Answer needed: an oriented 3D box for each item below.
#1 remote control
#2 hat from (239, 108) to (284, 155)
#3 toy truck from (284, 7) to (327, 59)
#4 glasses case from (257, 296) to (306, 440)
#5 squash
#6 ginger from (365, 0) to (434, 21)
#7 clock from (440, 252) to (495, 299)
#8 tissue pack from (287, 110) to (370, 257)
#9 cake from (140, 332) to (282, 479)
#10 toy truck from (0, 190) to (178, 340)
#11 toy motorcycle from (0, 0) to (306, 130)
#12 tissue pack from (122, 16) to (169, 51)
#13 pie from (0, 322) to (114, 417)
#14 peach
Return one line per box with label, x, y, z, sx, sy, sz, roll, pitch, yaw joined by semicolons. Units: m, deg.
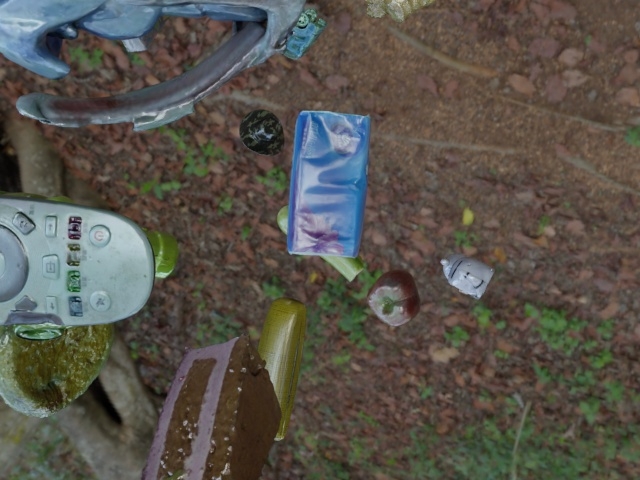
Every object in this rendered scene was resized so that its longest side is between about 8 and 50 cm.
remote control;-0.239;0.013;0.542;0.256;0.097;0.045;6;-171;10
hat;-0.116;-0.237;1.628;0.121;0.121;0.050;36;144;-16
toy truck;-0.081;-0.363;1.202;0.175;0.067;0.081;34;117;-1
glasses case;-0.072;0.210;1.245;0.064;0.234;0.079;12;178;-45
squash;0.000;0.000;1.838;0.250;0.083;0.083;38;149;4
ginger;0.119;-0.458;1.270;0.216;0.157;0.102;57;-170;29
clock;0.321;0.072;1.681;0.117;0.080;0.176;27;-176;12
tissue pack;0.015;-0.104;1.440;0.146;0.263;0.198;4;-178;-2
cake;-0.125;0.256;0.817;0.116;0.295;0.113;-5;141;28
toy truck;-0.292;0.018;0.843;0.210;0.148;0.187;-16;155;28
toy motorcycle;-0.175;-0.220;0.675;0.319;0.241;0.182;-9;-170;-16
tissue pack;-0.213;-0.272;0.895;0.035;0.083;0.063;0;138;22
pie;-0.528;0.208;1.484;0.078;0.277;0.277;10;146;31
peach;0.211;0.149;2.062;0.152;0.152;0.152;19;148;12
